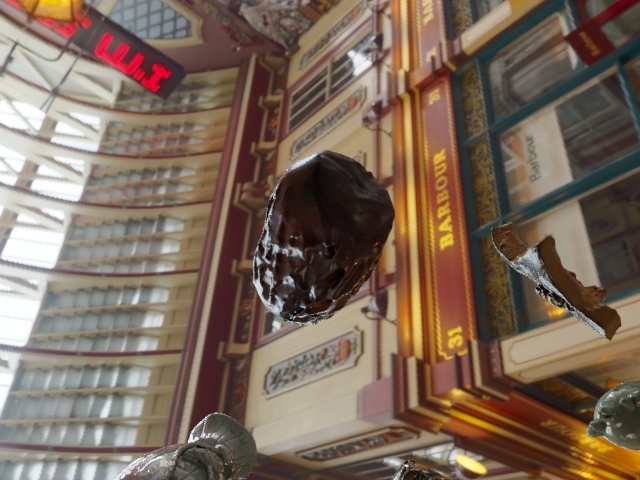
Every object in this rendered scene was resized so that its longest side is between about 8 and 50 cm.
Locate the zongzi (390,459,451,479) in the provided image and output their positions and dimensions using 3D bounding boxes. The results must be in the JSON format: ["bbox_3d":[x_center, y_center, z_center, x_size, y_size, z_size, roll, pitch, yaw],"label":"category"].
[{"bbox_3d":[0.289,0.564,1.154,0.286,0.288,0.134,40,-112,-10],"label":"zongzi"}]

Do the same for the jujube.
[{"bbox_3d":[0.000,0.000,1.213,0.258,0.377,0.258,11,-141,-9],"label":"jujube"}]

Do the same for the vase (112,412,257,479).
[{"bbox_3d":[-0.298,0.544,1.325,0.250,0.249,0.445,63,-166,4],"label":"vase"}]

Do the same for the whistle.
[{"bbox_3d":[0.460,0.244,0.824,0.244,0.110,0.092,13,-144,-29],"label":"whistle"}]

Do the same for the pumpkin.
[{"bbox_3d":[0.460,0.081,1.124,0.290,0.095,0.258,37,-170,-7],"label":"pumpkin"}]
